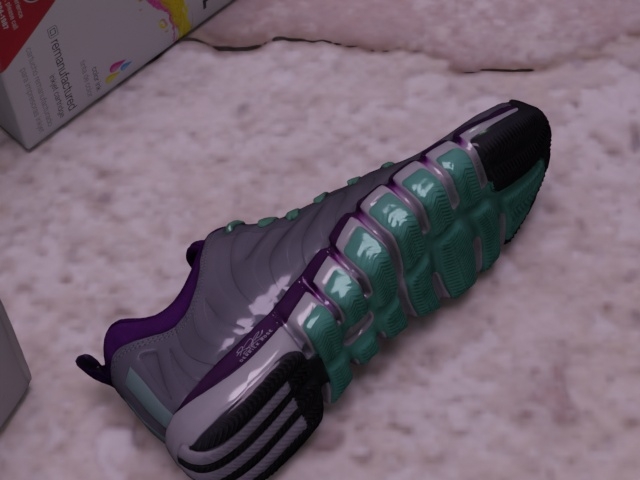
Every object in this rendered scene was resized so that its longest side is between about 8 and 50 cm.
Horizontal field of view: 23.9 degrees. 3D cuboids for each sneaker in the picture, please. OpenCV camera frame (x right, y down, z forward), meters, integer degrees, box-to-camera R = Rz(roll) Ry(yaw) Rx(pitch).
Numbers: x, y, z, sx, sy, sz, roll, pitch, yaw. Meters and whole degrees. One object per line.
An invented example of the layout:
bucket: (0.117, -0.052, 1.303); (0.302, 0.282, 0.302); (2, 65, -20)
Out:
sneaker: (0.000, 0.000, 0.645); (0.098, 0.083, 0.224); (34, 64, 32)

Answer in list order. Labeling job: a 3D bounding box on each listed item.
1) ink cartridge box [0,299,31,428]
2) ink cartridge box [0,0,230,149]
ink cartridge box: (-0.257, 0.060, 0.613); (0.219, 0.092, 0.160); (18, 56, 17)
ink cartridge box: (-0.108, -0.149, 0.734); (0.175, 0.127, 0.072); (-40, 61, -22)
